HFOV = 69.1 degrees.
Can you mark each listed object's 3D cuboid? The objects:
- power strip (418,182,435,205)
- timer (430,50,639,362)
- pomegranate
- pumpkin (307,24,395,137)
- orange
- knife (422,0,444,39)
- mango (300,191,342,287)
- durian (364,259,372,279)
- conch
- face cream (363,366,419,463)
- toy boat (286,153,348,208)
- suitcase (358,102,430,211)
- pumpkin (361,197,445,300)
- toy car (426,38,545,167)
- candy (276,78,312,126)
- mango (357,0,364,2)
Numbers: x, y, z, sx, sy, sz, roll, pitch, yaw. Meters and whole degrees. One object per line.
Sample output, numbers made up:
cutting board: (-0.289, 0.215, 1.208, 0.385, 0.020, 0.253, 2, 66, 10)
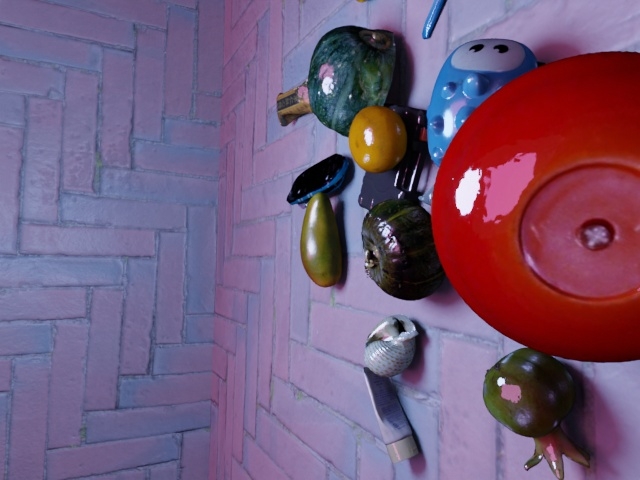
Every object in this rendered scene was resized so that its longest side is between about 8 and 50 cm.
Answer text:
power strip: (0.293, -0.190, 0.997, 0.167, 0.054, 0.254, 29, 114, 57)
timer: (0.333, -0.035, 0.588, 0.377, 0.279, 0.379, 5, 102, 25)
pomegranate: (0.352, 0.276, 0.758, 0.131, 0.151, 0.191, -38, 75, 48)
pumpkin: (0.061, -0.437, 1.253, 0.263, 0.196, 0.293, 117, 162, -50)
orange: (0.136, -0.236, 1.086, 0.156, 0.123, 0.156, 47, 146, 48)
knife: (0.297, -0.612, 1.063, 0.044, 0.026, 0.297, -114, 35, -46)
mango: (0.002, 0.002, 1.449, 0.129, 0.146, 0.290, -4, 81, 20)
durian: (0.152, 0.067, 1.215, 0.080, 0.080, 0.091, 7, 114, 62)
conch: (0.173, 0.259, 1.130, 0.153, 0.102, 0.135, -33, 39, 7)
face cream: (0.166, 0.417, 1.136, 0.070, 0.114, 0.224, -33, 64, 27)
toy boat: (0.008, -0.182, 1.520, 0.298, 0.092, 0.134, -15, 44, 55)
suitcase: (0.190, -0.194, 1.181, 0.206, 0.066, 0.286, 40, 123, 57)
pumpkin: (0.176, 0.024, 1.034, 0.238, 0.159, 0.238, 156, 90, -82)
toy car: (0.281, -0.230, 0.821, 0.188, 0.190, 0.256, 16, 101, 25)
candy: (-0.074, -0.511, 1.692, 0.271, 0.101, 0.144, 0, 93, 57)
mango: (0.123, -0.775, 1.371, 0.101, 0.066, 0.188, 119, 149, -54)
